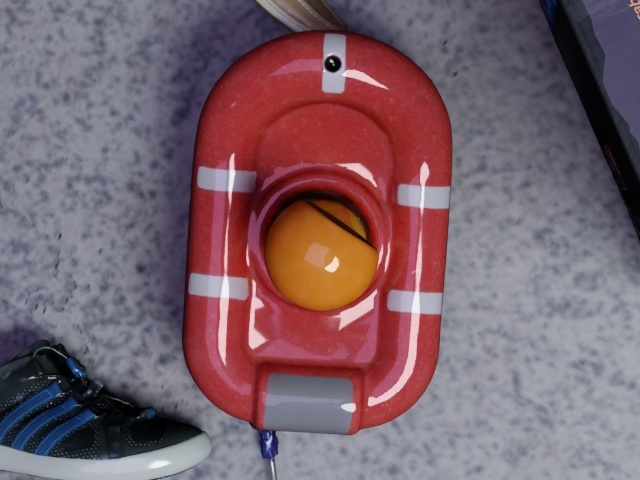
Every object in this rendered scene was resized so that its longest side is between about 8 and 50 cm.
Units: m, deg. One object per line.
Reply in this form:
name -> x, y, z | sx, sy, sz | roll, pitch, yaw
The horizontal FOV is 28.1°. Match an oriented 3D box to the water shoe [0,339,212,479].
water shoe -> -0.167, 0.104, 0.800 | 0.203, 0.073, 0.080 | 3, 92, 13

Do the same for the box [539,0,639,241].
box -> 0.146, -0.101, 0.597 | 0.073, 0.295, 0.293 | -24, 89, 12

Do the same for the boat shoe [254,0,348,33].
boat shoe -> -0.029, -0.169, 0.759 | 0.135, 0.050, 0.045 | 46, 108, 7

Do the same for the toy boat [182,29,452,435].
toy boat -> 0.000, 0.000, 0.701 | 0.151, 0.151, 0.231 | 3, 95, -2

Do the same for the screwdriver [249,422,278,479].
screwdriver -> -0.031, 0.149, 0.798 | 0.025, 0.024, 0.170 | 1, 98, 44
